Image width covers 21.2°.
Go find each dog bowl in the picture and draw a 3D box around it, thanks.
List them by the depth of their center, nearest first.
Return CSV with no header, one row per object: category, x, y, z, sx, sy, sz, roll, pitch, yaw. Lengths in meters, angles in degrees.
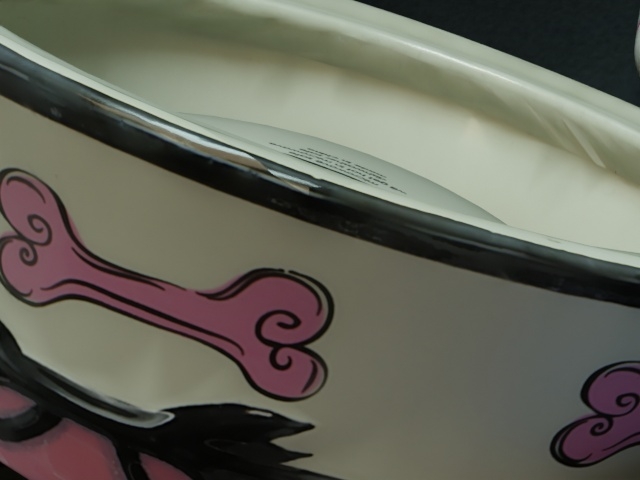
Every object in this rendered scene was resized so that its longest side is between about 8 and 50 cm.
dog bowl,0.000,0.000,0.700,0.408,0.408,0.150,31,109,36

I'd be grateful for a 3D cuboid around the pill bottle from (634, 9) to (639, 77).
pill bottle,0.211,-0.120,0.889,0.087,0.087,0.160,0,54,20
